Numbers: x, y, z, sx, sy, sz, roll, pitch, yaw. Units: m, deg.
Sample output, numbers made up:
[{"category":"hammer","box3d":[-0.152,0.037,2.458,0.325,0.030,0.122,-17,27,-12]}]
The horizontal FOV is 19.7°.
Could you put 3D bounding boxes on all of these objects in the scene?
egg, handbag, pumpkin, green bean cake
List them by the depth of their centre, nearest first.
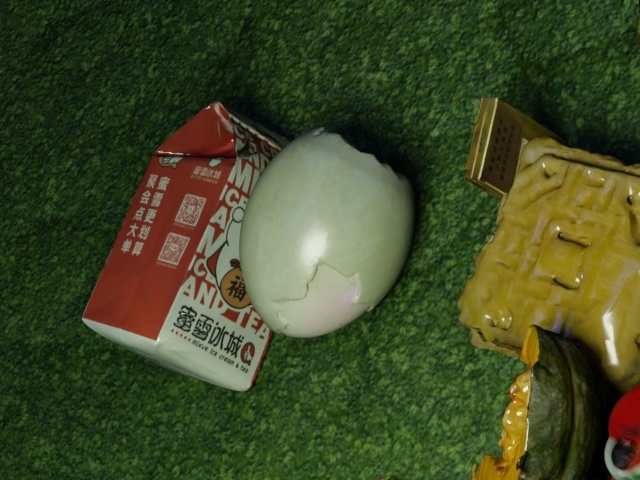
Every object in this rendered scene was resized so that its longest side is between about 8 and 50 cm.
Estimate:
[{"category":"pumpkin","box3d":[0.204,0.222,1.666,0.163,0.111,0.278,-75,1,-50]},{"category":"green bean cake","box3d":[0.263,0.028,1.772,0.230,0.131,0.224,19,85,42]},{"category":"egg","box3d":[0.000,0.000,1.957,0.183,0.183,0.217,30,89,42]},{"category":"handbag","box3d":[-0.121,0.001,2.070,0.151,0.171,0.298,12,75,44]}]

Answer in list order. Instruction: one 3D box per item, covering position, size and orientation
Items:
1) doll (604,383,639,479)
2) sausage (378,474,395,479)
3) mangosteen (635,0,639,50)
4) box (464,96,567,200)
[{"category":"doll","box3d":[0.336,0.199,1.607,0.183,0.160,0.363,-7,84,61]},{"category":"sausage","box3d":[0.100,0.341,1.752,0.125,0.117,0.317,-14,40,1]},{"category":"mangosteen","box3d":[0.413,-0.217,1.655,0.300,0.300,0.300,-16,62,33]},{"category":"box","box3d":[0.199,-0.081,1.867,0.023,0.133,0.090,4,75,42]}]
